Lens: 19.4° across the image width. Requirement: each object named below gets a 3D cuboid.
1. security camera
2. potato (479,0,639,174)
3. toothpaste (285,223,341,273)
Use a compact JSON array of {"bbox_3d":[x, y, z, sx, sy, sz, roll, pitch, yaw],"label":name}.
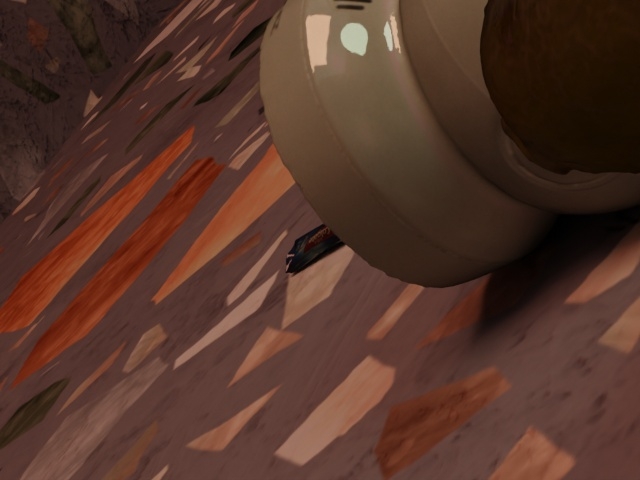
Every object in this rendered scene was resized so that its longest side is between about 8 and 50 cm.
[{"bbox_3d":[0.109,-0.102,0.941,0.236,0.194,0.194,-32,18,36],"label":"security camera"},{"bbox_3d":[0.210,-0.141,0.678,0.351,0.202,0.218,-32,32,12],"label":"potato"},{"bbox_3d":[0.000,0.000,1.330,0.083,0.019,0.027,-30,44,51],"label":"toothpaste"}]
